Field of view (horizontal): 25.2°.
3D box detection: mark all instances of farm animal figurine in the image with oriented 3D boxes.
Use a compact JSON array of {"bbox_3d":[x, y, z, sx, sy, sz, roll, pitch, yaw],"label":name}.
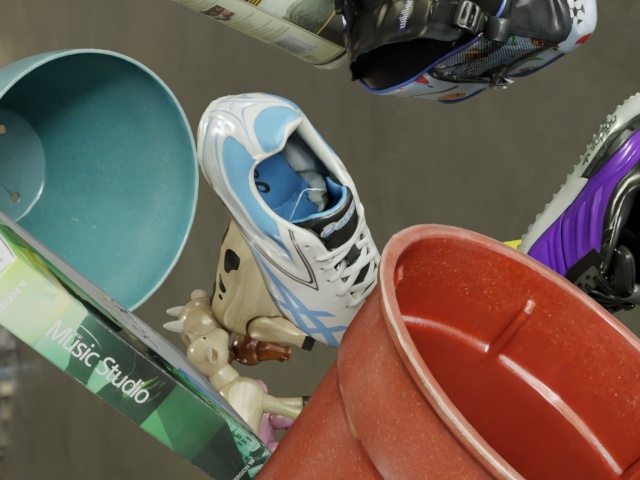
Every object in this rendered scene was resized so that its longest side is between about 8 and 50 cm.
[{"bbox_3d":[-0.090,0.097,1.665,0.330,0.172,0.327,-104,29,-66],"label":"farm animal figurine"}]

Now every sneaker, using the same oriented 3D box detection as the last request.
[{"bbox_3d":[0.258,0.017,1.277,0.146,0.102,0.293,-99,24,-48],"label":"sneaker"},{"bbox_3d":[0.000,0.000,0.954,0.086,0.085,0.237,21,153,47],"label":"sneaker"}]

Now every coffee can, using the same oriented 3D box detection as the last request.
[{"bbox_3d":[-0.070,-0.344,1.698,0.201,0.275,0.202,-33,47,44],"label":"coffee can"}]

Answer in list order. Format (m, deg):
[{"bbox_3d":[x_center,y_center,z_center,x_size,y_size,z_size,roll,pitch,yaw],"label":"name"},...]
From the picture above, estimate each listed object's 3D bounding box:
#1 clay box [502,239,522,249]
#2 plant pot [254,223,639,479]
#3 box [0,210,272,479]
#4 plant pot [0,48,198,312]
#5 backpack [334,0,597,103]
[{"bbox_3d":[0.204,0.072,1.762,0.053,0.222,0.127,93,168,-76],"label":"clay box"},{"bbox_3d":[0.073,0.177,0.880,0.265,0.272,0.272,-52,44,26],"label":"plant pot"},{"bbox_3d":[-0.204,0.081,1.279,0.322,0.058,0.232,41,178,-34],"label":"box"},{"bbox_3d":[-0.303,-0.065,1.527,0.195,0.290,0.290,13,112,45],"label":"plant pot"},{"bbox_3d":[0.134,-0.265,1.441,0.263,0.213,0.277,-24,62,49],"label":"backpack"}]
